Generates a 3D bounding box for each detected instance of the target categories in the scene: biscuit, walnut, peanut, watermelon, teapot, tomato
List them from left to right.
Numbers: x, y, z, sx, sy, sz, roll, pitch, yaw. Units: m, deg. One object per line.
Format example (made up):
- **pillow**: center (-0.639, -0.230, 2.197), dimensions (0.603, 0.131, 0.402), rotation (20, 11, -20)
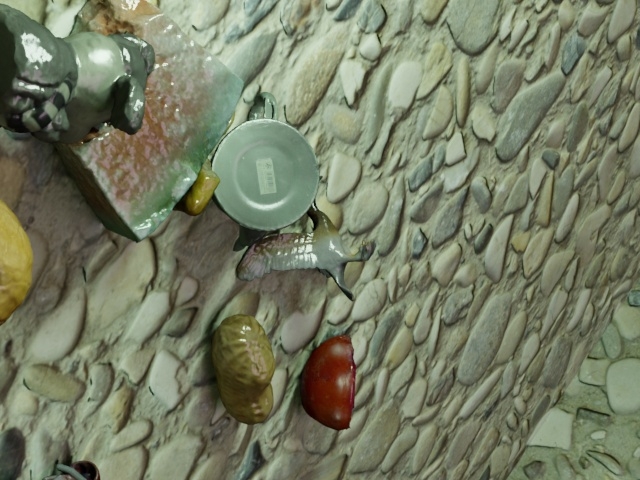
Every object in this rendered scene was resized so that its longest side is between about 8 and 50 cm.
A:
- **walnut**: center (-0.429, 0.019, 1.489), dimensions (0.193, 0.193, 0.225), rotation (-55, 148, -17)
- **watermelon**: center (-0.227, -0.144, 1.711), dimensions (0.264, 0.151, 0.302), rotation (-58, 148, -14)
- **biscuit**: center (-0.164, -0.118, 1.836), dimensions (0.039, 0.174, 0.183), rotation (30, 80, -22)
- **peanut**: center (-0.123, 0.217, 2.166), dimensions (0.095, 0.108, 0.226), rotation (-32, 139, -30)
- **teapot**: center (-0.097, -0.102, 1.960), dimensions (0.162, 0.149, 0.239), rotation (7, 86, -16)
- **tomato**: center (0.011, 0.258, 2.419), dimensions (0.189, 0.099, 0.173), rotation (-120, -148, -80)

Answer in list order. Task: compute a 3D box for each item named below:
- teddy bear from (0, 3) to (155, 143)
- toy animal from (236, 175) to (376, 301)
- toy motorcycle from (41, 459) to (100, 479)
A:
- **teddy bear**: center (-0.289, -0.168, 1.505), dimensions (0.251, 0.171, 0.144), rotation (11, 117, -36)
- **toy animal**: center (0.014, -0.001, 2.209), dimensions (0.272, 0.160, 0.197), rotation (4, 105, -65)
- **toy motorcycle**: center (-0.384, 0.373, 1.895), dimensions (0.213, 0.082, 0.122), rotation (19, 96, -60)
